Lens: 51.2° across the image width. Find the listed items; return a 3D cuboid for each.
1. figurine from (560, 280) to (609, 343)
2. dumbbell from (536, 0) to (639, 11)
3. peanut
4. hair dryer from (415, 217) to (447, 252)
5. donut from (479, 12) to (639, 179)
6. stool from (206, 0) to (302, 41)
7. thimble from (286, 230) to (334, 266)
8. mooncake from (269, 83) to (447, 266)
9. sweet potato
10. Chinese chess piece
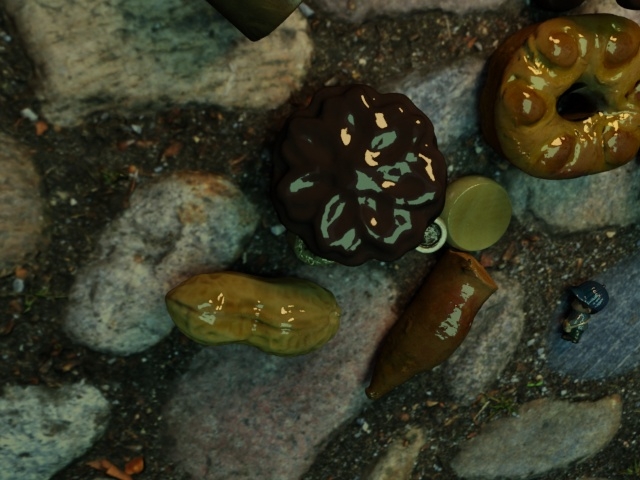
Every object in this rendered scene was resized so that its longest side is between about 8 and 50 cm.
[{"bbox_3d":[0.550,0.150,1.386,0.077,0.080,0.136,-21,118,-58],"label":"figurine"},{"bbox_3d":[0.440,-0.432,1.047,0.124,0.225,0.140,-43,118,-3],"label":"dumbbell"},{"bbox_3d":[-0.107,0.119,1.107,0.306,0.147,0.146,13,105,-22],"label":"peanut"},{"bbox_3d":[0.099,-0.065,1.135,0.237,0.131,0.073,29,101,-12],"label":"hair dryer"},{"bbox_3d":[0.430,-0.244,1.156,0.317,0.150,0.299,35,96,-27],"label":"donut"},{"bbox_3d":[-0.132,-0.418,0.882,0.264,0.179,0.179,38,94,-26],"label":"stool"},{"bbox_3d":[0.000,0.000,1.146,0.110,0.062,0.084,13,105,-22],"label":"thimble"},{"bbox_3d":[0.058,-0.098,1.028,0.283,0.141,0.282,0,90,5],"label":"mooncake"},{"bbox_3d":[0.199,0.174,1.242,0.131,0.131,0.336,29,97,-26],"label":"sweet potato"},{"bbox_3d":[0.280,-0.051,1.228,0.144,0.058,0.144,-6,112,-15],"label":"Chinese chess piece"}]
